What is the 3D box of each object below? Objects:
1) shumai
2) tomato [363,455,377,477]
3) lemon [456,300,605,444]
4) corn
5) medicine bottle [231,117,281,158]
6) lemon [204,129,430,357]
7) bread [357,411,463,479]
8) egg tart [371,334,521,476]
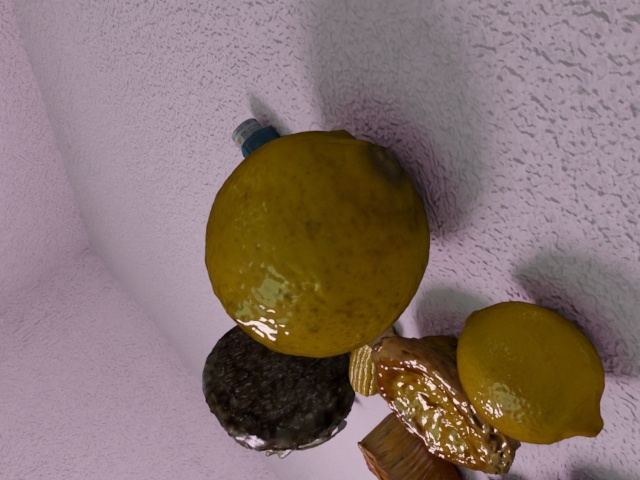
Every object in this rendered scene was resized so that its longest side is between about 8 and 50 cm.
[{"bbox_3d":[-0.098,0.413,1.873,0.395,0.395,0.348,38,150,34],"label":"shumai"},{"bbox_3d":[0.184,0.588,1.931,0.155,0.069,0.155,45,155,28],"label":"tomato"},{"bbox_3d":[0.290,0.184,1.032,0.244,0.187,0.187,47,156,30],"label":"lemon"},{"bbox_3d":[0.110,0.260,1.592,0.093,0.093,0.244,43,155,25],"label":"corn"},{"bbox_3d":[-0.069,-0.133,1.412,0.258,0.079,0.124,49,160,14],"label":"medicine bottle"},{"bbox_3d":[0.000,0.000,1.149,0.387,0.350,0.350,-42,84,35],"label":"lemon"},{"bbox_3d":[0.220,0.530,1.686,0.288,0.156,0.204,57,165,-12],"label":"bread"},{"bbox_3d":[0.236,0.283,1.342,0.341,0.129,0.341,40,153,26],"label":"egg tart"}]
